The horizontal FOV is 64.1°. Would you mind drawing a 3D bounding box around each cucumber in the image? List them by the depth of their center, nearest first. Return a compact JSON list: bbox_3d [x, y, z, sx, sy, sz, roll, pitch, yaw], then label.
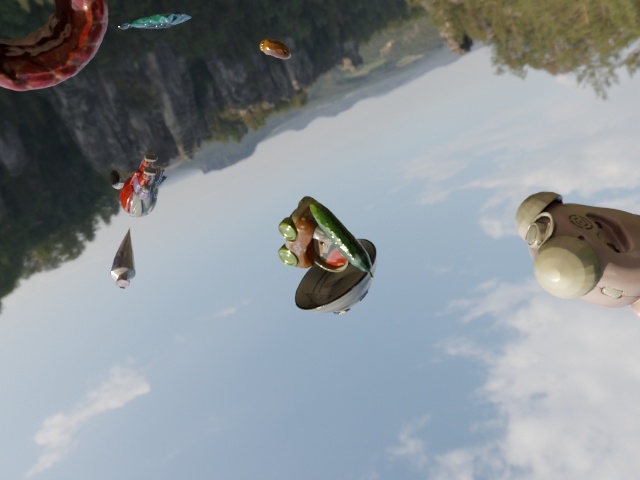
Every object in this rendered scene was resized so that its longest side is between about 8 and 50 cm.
[{"bbox_3d":[0.058,-0.004,1.285,0.056,0.250,0.056,-41,178,-1],"label":"cucumber"}]

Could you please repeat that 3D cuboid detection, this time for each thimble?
[{"bbox_3d":[-0.653,-0.514,1.097,0.350,0.350,0.230,-29,-134,-27],"label":"thimble"}]

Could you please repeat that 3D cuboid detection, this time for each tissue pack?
[{"bbox_3d":[-0.359,-0.474,1.111,0.138,0.028,0.085,-4,-162,9],"label":"tissue pack"}]

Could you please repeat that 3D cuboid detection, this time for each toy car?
[{"bbox_3d":[0.000,0.000,1.515,0.235,0.235,0.145,-8,-147,43],"label":"toy car"}]

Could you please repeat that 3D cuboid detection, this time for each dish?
[{"bbox_3d":[0.070,0.136,1.635,0.316,0.106,0.316,-34,-156,17],"label":"dish"}]

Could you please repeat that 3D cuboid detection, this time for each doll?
[{"bbox_3d":[-0.382,-0.104,1.082,0.075,0.102,0.227,9,150,-24],"label":"doll"}]

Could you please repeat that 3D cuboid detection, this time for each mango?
[{"bbox_3d":[-0.172,-0.747,1.990,0.127,0.063,0.077,18,-178,-13],"label":"mango"}]

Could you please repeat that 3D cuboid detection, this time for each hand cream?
[{"bbox_3d":[-0.447,0.045,1.155,0.053,0.142,0.084,15,130,-35],"label":"hand cream"}]

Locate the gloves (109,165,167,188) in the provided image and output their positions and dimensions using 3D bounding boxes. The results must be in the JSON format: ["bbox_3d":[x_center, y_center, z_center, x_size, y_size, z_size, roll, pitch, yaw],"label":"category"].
[{"bbox_3d":[-0.683,-0.231,1.939,0.119,0.097,0.229,9,-161,40],"label":"gloves"}]

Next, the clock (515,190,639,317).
[{"bbox_3d":[0.663,0.024,1.260,0.326,0.184,0.342,13,-149,-3],"label":"clock"}]
